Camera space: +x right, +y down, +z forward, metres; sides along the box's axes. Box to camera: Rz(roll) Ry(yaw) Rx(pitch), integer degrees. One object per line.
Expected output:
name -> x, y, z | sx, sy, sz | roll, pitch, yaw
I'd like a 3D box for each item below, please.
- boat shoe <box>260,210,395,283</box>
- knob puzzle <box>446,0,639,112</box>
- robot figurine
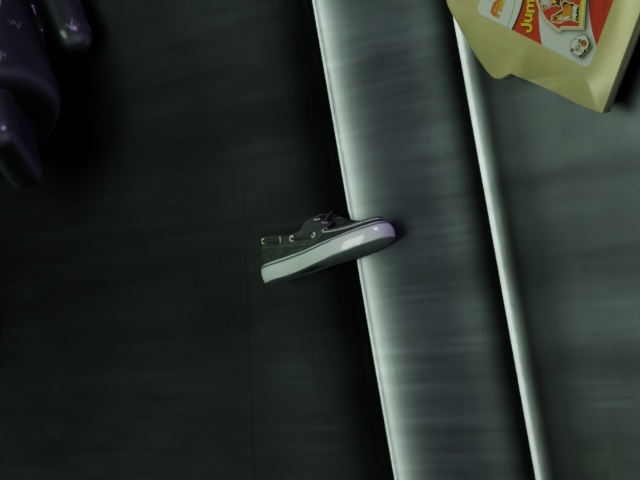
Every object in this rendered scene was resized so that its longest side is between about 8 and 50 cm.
boat shoe -> 0.000, 0.000, 1.309 | 0.142, 0.049, 0.040 | -20, 79, 45
knob puzzle -> 0.156, -0.202, 1.155 | 0.213, 0.030, 0.213 | 5, 98, 44
robot figurine -> -0.335, -0.169, 1.517 | 0.173, 0.209, 0.278 | -50, 51, 44
